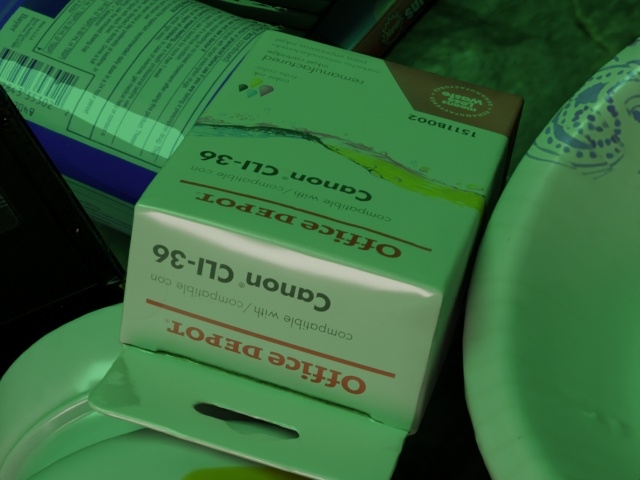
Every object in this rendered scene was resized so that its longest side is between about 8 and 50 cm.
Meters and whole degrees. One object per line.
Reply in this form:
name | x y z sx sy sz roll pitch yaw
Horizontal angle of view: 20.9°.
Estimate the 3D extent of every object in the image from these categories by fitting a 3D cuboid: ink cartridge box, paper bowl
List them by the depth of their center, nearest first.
paper bowl | 0.204 0.042 0.603 0.284 0.148 0.284 -16 50 21
ink cartridge box | 0.000 0.000 0.649 0.115 0.067 0.198 15 33 8

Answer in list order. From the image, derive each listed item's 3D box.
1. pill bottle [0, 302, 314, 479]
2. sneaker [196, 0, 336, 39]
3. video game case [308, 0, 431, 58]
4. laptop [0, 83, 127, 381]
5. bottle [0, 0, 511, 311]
pill bottle | -0.035 0.188 0.608 0.188 0.188 0.334 -25 47 12
sneaker | 0.005 -0.230 0.933 0.122 0.146 0.330 21 90 13
video game case | 0.008 -0.189 0.982 0.285 0.025 0.204 -48 47 -9
laptop | -0.182 0.017 0.753 0.234 0.264 0.136 -23 29 15
bottle | -0.047 -0.048 0.822 0.283 0.092 0.118 22 60 21
